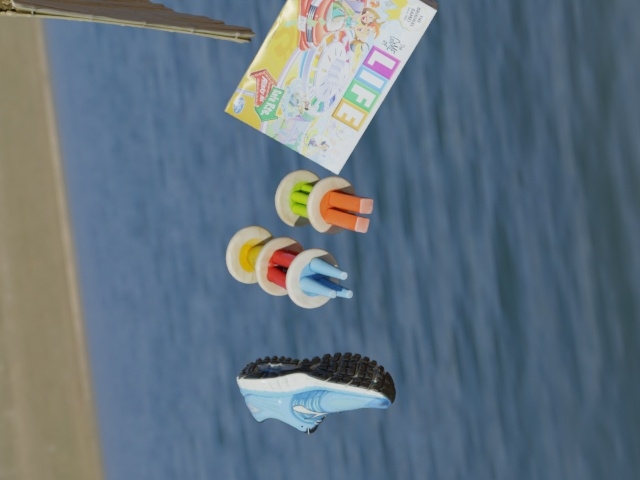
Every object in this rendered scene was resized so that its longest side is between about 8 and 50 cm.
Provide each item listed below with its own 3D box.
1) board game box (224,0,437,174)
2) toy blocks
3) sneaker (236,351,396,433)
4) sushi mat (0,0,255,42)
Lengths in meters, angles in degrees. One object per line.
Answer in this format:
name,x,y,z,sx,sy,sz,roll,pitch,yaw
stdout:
board game box,0.008,-0.142,1.437,0.154,0.103,0.026,-59,7,20
toy blocks,0.000,0.000,1.593,0.148,0.123,0.054,19,154,54
sneaker,0.000,0.156,1.858,0.063,0.162,0.073,-53,-42,-58
sushi mat,-0.202,-0.194,1.544,0.316,0.151,0.019,-2,-72,-56
